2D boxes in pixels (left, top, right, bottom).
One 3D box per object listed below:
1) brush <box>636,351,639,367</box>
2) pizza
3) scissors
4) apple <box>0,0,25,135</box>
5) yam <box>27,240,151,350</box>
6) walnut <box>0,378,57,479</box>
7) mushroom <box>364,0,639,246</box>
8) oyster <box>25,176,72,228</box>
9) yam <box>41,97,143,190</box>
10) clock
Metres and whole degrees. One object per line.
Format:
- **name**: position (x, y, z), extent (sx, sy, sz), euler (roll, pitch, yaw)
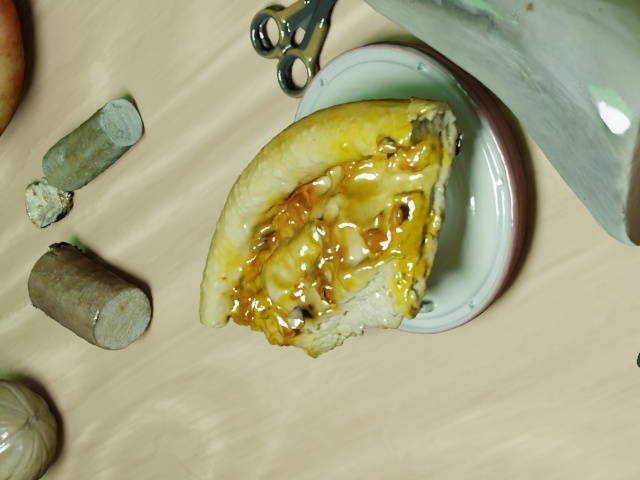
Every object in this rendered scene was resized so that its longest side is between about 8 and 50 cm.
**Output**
- **brush**: position (0.284, -0.039, 0.973), extent (0.051, 0.070, 0.323), euler (36, 127, 28)
- **pizza**: position (0.000, 0.000, 1.202), extent (0.365, 0.074, 0.182), euler (-33, 71, 50)
- **scissors**: position (0.010, -0.208, 1.244), extent (0.088, 0.017, 0.220), euler (58, 136, 15)
- **apple**: position (-0.407, -0.196, 1.586), extent (0.251, 0.163, 0.293), euler (19, 105, 53)
- **yam**: position (-0.244, 0.061, 1.568), extent (0.127, 0.084, 0.084), euler (30, 125, 40)
- **walnut**: position (-0.376, 0.228, 1.731), extent (0.162, 0.140, 0.140), euler (-10, 97, 58)
- **mushroom**: position (0.126, -0.147, 1.054), extent (0.328, 0.122, 0.159), euler (41, 122, 22)
- **oyster**: position (-0.294, -0.043, 1.627), extent (0.083, 0.019, 0.054), euler (-15, 91, 51)
- **yam**: position (-0.230, -0.095, 1.517), extent (0.132, 0.054, 0.054), euler (-31, 81, 47)
- **clock**: position (0.065, -0.041, 1.217), extent (0.244, 0.056, 0.244), euler (18, 116, 42)
